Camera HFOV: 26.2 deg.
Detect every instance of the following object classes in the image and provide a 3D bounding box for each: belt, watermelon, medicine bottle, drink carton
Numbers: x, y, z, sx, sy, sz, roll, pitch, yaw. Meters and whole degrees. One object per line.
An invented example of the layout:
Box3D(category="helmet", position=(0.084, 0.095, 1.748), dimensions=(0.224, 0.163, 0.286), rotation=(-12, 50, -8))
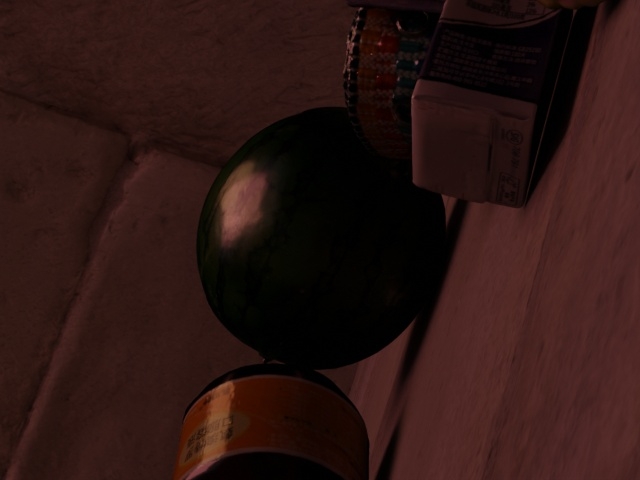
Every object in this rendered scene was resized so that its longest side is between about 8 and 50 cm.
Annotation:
Box3D(category="belt", position=(0.107, -0.183, 1.435), dimensions=(0.295, 0.161, 0.206), rotation=(-9, -73, -72))
Box3D(category="watermelon", position=(0.000, 0.000, 1.841), dimensions=(0.363, 0.363, 0.363), rotation=(18, -90, -89))
Box3D(category="medicine bottle", position=(-0.056, 0.338, 1.567), dimensions=(0.395, 0.243, 0.242), rotation=(-93, 18, -55))
Box3D(category="drink carton", position=(0.150, -0.159, 1.156), dimensions=(0.134, 0.102, 0.222), rotation=(79, -154, -59))

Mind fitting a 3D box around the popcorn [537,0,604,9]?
Box3D(category="popcorn", position=(0.175, -0.235, 1.020), dimensions=(0.145, 0.126, 0.126), rotation=(-30, -49, -59))
